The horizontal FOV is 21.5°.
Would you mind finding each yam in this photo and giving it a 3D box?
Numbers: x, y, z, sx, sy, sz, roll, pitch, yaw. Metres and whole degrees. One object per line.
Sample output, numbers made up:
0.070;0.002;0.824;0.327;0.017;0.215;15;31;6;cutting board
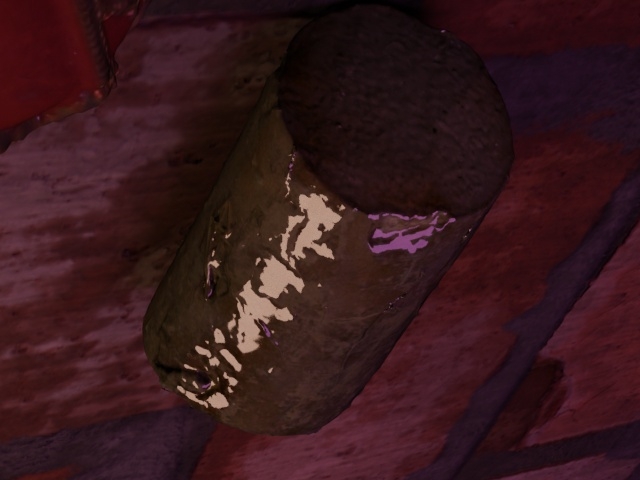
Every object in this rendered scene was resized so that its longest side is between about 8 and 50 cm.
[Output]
0.000;0.000;1.048;0.161;0.161;0.268;-5;144;-36;yam

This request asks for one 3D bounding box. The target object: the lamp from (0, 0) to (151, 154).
-0.161;-0.153;0.680;0.177;0.177;0.274;-25;151;-10;lamp
